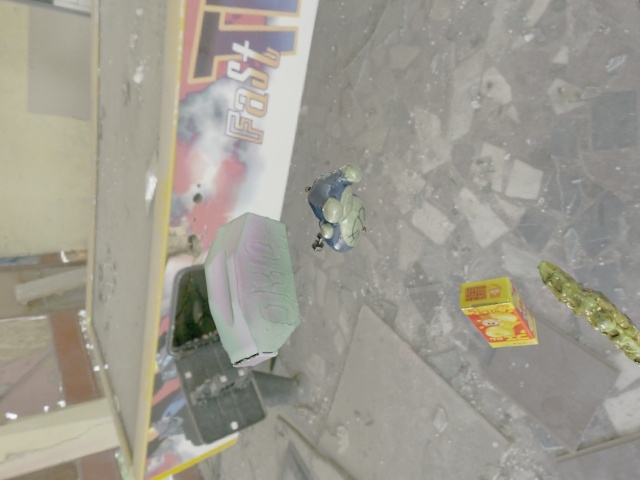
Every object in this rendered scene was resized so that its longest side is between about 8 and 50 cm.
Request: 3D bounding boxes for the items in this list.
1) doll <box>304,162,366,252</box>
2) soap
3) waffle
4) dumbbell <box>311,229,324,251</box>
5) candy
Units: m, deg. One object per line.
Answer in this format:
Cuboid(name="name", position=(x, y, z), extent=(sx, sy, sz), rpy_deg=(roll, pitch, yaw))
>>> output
Cuboid(name="doll", position=(0.055, -0.078, 1.348), extent=(0.154, 0.258, 0.228), rpy_deg=(4, 57, 30))
Cuboid(name="soap", position=(-0.203, 0.146, 1.454), extent=(0.156, 0.261, 0.446), rpy_deg=(-26, 63, 33))
Cuboid(name="waffle", position=(0.470, 0.124, 0.800), extent=(0.054, 0.223, 0.204), rpy_deg=(-49, 19, 11))
Cuboid(name="dumbbell", position=(0.000, 0.000, 1.496), extent=(0.083, 0.040, 0.036), rpy_deg=(118, 152, -52))
Cuboid(name="candy", position=(0.527, 0.218, 1.407), extent=(0.146, 0.276, 0.088), rpy_deg=(-17, 46, 34))
